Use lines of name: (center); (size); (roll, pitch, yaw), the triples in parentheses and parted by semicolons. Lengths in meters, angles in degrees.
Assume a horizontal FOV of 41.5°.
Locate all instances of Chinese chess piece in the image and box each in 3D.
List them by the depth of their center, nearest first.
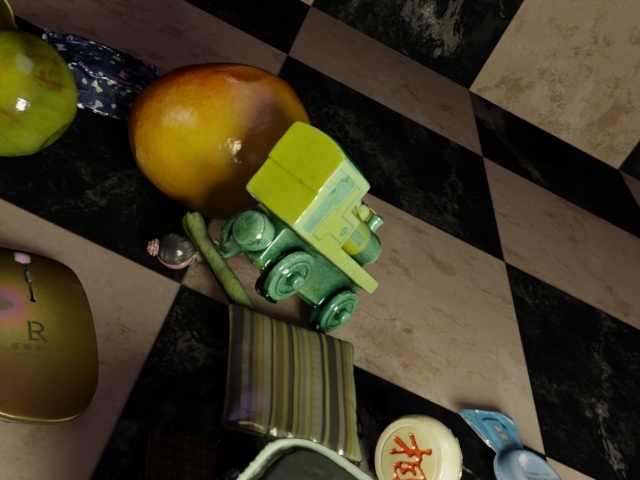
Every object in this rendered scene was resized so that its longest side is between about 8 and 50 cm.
Chinese chess piece: (0.130, 0.296, 1.137); (0.051, 0.122, 0.122); (15, 29, -46)

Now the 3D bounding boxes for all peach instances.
peach: (-0.185, -0.185, 1.485); (0.308, 0.289, 0.289); (37, 27, -1)

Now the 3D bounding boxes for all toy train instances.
toy train: (0.000, 0.000, 1.317); (0.150, 0.237, 0.369); (39, -1, 30)

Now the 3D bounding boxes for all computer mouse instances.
computer mouse: (-0.366, 0.098, 1.043); (0.158, 0.072, 0.310); (13, 30, -33)

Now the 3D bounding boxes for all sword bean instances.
sword bean: (-0.138, 0.068, 1.297); (0.038, 0.043, 0.269); (-20, 70, -43)

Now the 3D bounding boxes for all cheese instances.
cheese: (0.308, 0.353, 1.295); (0.135, 0.052, 0.245); (14, 30, -33)

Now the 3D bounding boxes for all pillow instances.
pillow: (-0.038, 0.199, 1.192); (0.212, 0.052, 0.208); (20, 40, -20)

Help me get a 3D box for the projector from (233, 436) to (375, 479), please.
projector: (-0.029, 0.362, 0.726); (0.248, 0.249, 0.248); (35, 27, 10)

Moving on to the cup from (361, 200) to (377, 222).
cup: (-0.005, -0.044, 1.607); (0.176, 0.131, 0.155); (-22, 48, -27)

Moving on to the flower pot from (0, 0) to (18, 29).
flower pot: (-0.644, -0.382, 1.479); (0.195, 0.195, 0.179); (8, 22, -37)

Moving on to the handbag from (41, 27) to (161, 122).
handbag: (-0.423, -0.314, 1.647); (0.260, 0.113, 0.162); (16, 37, -29)

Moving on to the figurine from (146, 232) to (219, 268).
figurine: (-0.217, 0.008, 1.365); (0.072, 0.054, 0.129); (31, 24, 19)

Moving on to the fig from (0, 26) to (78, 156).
fig: (-0.482, -0.235, 1.353); (0.230, 0.207, 0.207); (2, 38, -50)

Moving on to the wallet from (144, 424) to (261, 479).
wallet: (-0.098, 0.294, 1.004); (0.230, 0.042, 0.124); (17, 32, -20)
